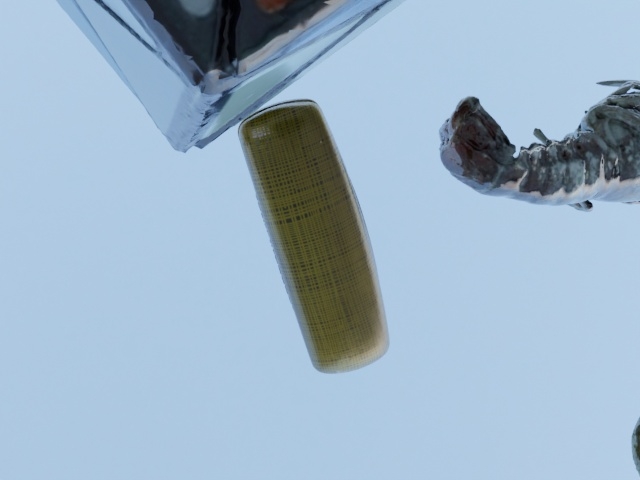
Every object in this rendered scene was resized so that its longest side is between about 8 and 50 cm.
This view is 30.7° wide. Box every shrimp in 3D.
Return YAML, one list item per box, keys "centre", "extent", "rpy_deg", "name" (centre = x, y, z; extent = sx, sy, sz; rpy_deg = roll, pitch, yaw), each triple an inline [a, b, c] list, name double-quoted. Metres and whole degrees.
- centre: [0.296, -0.104, 1.245]
  extent: [0.410, 0.221, 0.166]
  rpy_deg: [-20, -109, -39]
  name: "shrimp"

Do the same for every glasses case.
- centre: [0.000, 0.000, 0.944]
  extent: [0.079, 0.064, 0.234]
  rpy_deg: [-17, -70, 0]
  name: "glasses case"

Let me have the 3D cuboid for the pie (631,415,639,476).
- centre: [0.239, 0.134, 0.748]
  extent: [0.084, 0.021, 0.084]
  rpy_deg: [2, -119, -3]
  name: "pie"

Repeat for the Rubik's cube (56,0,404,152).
- centre: [-0.039, -0.211, 0.551]
  extent: [0.250, 0.246, 0.248]
  rpy_deg: [-38, -87, -8]
  name: "Rubik's cube"
